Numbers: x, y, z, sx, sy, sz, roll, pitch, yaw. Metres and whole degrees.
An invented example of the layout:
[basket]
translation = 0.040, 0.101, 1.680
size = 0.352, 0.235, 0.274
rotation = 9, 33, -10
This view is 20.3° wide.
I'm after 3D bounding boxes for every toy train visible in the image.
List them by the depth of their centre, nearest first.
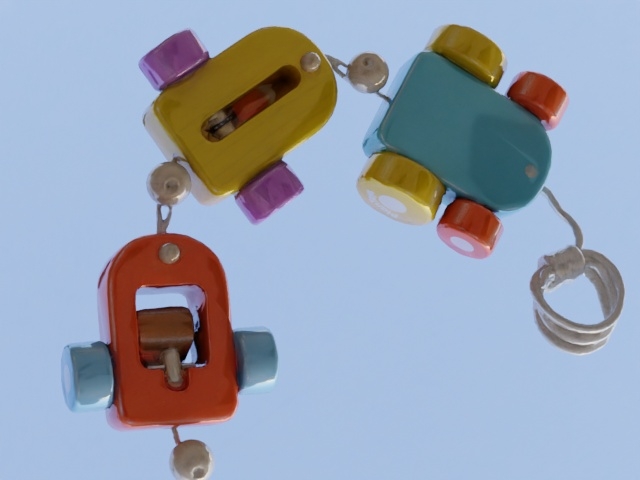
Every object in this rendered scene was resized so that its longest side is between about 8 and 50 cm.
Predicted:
[toy train]
translation = 0.000, 0.000, 0.517
size = 0.166, 0.046, 0.125
rotation = -8, -97, -21
